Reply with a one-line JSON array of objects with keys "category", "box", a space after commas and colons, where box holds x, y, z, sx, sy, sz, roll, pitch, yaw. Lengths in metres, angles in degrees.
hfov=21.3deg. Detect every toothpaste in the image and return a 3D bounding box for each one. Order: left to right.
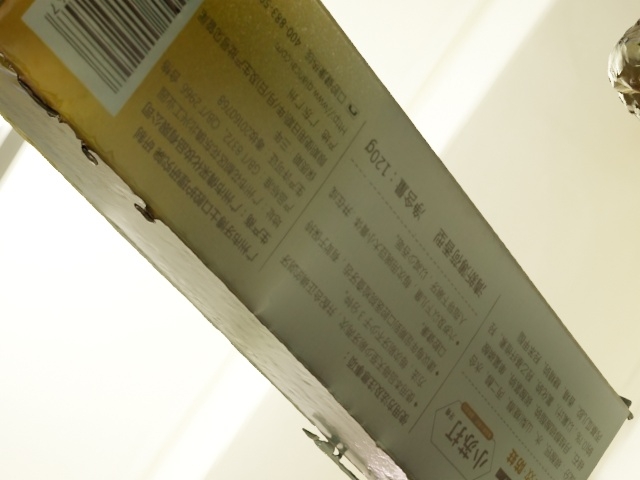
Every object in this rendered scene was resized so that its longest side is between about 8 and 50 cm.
[{"category": "toothpaste", "box": [0.000, 0.000, 0.534, 0.071, 0.313, 0.089, 18, -113, 45]}]

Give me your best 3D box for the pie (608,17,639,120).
[{"category": "pie", "box": [0.176, -0.038, 0.452, 0.163, 0.194, 0.079, -143, -111, -77]}]
